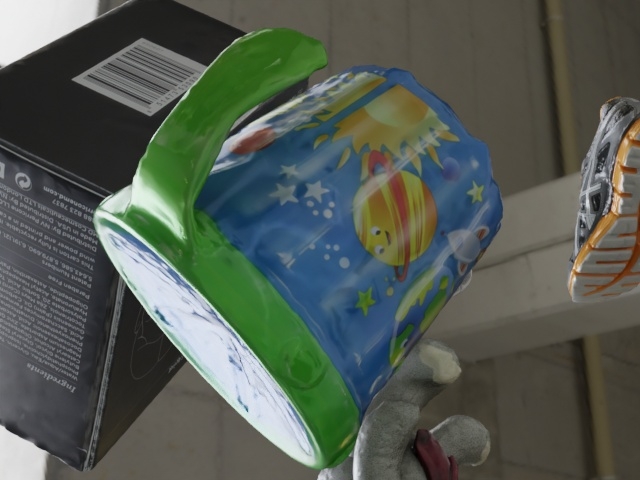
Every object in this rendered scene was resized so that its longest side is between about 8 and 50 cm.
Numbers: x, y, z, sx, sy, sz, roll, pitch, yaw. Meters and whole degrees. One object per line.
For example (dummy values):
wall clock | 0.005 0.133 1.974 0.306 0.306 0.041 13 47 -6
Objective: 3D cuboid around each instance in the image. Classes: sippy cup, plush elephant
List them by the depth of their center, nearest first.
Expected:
sippy cup | 0.000 0.000 0.675 0.224 0.305 0.240 -42 -91 -18
plush elephant | 0.120 0.318 1.049 0.330 0.255 0.271 -37 -40 -17

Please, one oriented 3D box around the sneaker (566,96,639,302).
sneaker | 0.273 -0.034 0.882 0.084 0.214 0.083 -2 -144 -18

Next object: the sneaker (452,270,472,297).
sneaker | 0.041 0.058 1.155 0.115 0.281 0.105 79 179 -71

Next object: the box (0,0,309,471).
box | -0.282 -0.029 1.357 0.298 0.471 0.480 25 -143 11
